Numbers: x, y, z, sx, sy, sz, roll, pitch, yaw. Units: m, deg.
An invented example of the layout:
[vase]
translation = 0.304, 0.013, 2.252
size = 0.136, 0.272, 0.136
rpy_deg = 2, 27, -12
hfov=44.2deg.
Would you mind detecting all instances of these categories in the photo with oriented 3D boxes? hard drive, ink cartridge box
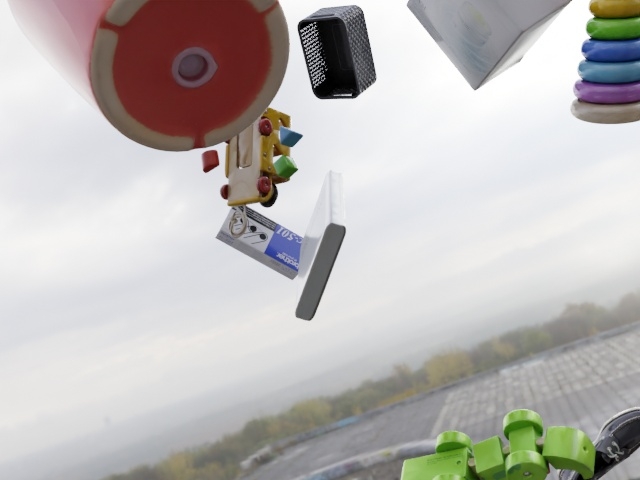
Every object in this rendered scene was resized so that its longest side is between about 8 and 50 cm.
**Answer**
[hard drive]
translation = 0.000, 0.000, 1.568
size = 0.040, 0.203, 0.307
rpy_deg = 17, 22, -7
[ink cartridge box]
translation = -0.130, -0.001, 1.831
size = 0.046, 0.207, 0.097
rpy_deg = -50, 14, 52

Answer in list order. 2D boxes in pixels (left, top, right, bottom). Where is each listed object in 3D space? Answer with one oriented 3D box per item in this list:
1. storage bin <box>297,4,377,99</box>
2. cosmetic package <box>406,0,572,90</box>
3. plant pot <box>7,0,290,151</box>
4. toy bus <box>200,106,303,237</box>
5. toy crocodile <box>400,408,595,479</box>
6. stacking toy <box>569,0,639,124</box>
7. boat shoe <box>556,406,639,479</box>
[storage bin]
translation = 0.037, -0.402, 1.689
size = 0.122, 0.180, 0.084
rpy_deg = 5, 35, 33
[cosmetic package]
translation = 0.301, -0.438, 1.445
size = 0.138, 0.224, 0.224
rpy_deg = -34, -8, -19
[plant pot]
translation = -0.165, -0.233, 0.806
size = 0.275, 0.243, 0.275
rpy_deg = -18, -45, -18
[toy bus]
translation = -0.100, -0.126, 1.345
size = 0.104, 0.191, 0.202
rpy_deg = 13, -60, -49
[toy crocodile]
translation = 0.286, 0.378, 1.322
size = 0.340, 0.105, 0.115
rpy_deg = -23, 29, 24
[stacking toy]
translation = 0.499, -0.372, 1.337
size = 0.141, 0.330, 0.141
rpy_deg = -5, 22, 2
[boat shoe]
translation = 0.506, 0.376, 1.377
size = 0.206, 0.075, 0.065
rpy_deg = -45, 8, 14
